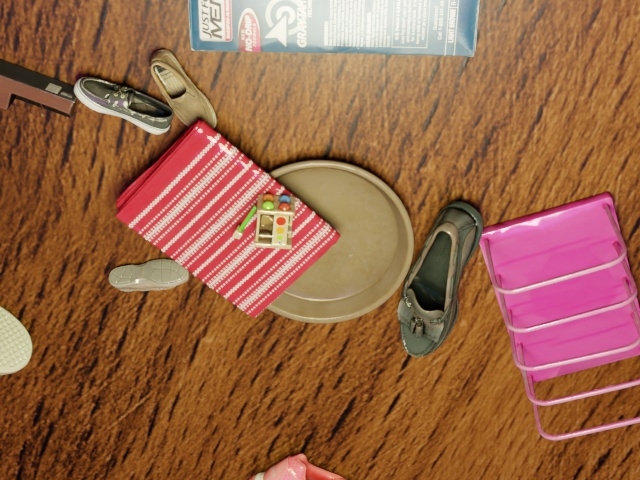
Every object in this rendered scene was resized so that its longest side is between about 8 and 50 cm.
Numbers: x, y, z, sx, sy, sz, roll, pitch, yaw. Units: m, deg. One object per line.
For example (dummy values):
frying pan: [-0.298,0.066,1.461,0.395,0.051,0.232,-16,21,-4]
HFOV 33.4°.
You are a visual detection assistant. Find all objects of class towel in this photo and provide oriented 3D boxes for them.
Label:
towel: [-0.135,-0.027,1.541,0.275,0.031,0.199,39,112,-20]

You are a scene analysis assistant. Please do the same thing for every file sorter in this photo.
file sorter: [0.372,0.119,1.566,0.202,0.182,0.291,-16,118,11]

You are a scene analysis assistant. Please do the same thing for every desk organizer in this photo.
desk organizer: [-0.405,-0.204,1.485,0.130,0.047,0.050,19,121,-9]

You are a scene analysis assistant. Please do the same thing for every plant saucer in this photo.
plant saucer: [0.000,0.000,1.592,0.278,0.041,0.278,1,119,1]

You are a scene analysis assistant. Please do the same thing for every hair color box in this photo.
hair color box: [0.017,-0.310,1.337,0.347,0.174,0.105,1,119,1]

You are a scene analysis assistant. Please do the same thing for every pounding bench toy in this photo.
pounding bench toy: [-0.079,-0.031,1.494,0.083,0.052,0.065,4,119,-4]

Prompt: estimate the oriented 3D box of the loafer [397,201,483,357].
loafer: [0.162,0.068,1.585,0.096,0.084,0.267,26,122,19]

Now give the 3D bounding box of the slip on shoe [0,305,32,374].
slip on shoe: [-0.613,0.133,1.660,0.331,0.123,0.101,16,151,-13]

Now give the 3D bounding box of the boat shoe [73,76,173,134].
boat shoe: [-0.270,-0.194,1.481,0.142,0.049,0.040,23,144,-19]

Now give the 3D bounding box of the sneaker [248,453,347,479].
sneaker: [0.027,0.478,1.821,0.314,0.116,0.136,39,112,-18]

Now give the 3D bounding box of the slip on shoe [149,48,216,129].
slip on shoe: [-0.192,-0.201,1.482,0.051,0.041,0.135,-23,116,14]

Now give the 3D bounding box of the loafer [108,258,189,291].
loafer: [-0.259,0.057,1.637,0.125,0.045,0.039,-4,152,7]
